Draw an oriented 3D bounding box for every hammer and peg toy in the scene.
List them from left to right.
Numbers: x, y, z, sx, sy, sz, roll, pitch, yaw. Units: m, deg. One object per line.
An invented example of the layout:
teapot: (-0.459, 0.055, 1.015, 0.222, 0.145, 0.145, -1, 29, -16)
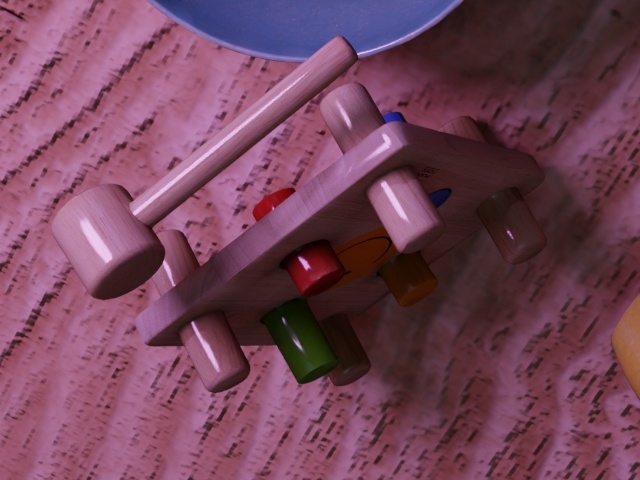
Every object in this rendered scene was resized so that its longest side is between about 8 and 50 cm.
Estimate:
hammer and peg toy: (0.000, 0.000, 1.122, 0.266, 0.361, 0.127, -37, 70, 22)

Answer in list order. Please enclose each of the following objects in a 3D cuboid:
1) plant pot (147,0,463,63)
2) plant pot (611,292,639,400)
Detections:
plant pot: (-0.005, -0.294, 1.053, 0.290, 0.195, 0.290, 6, 128, 7)
plant pot: (0.288, 0.082, 1.234, 0.095, 0.134, 0.134, 38, 119, 23)
